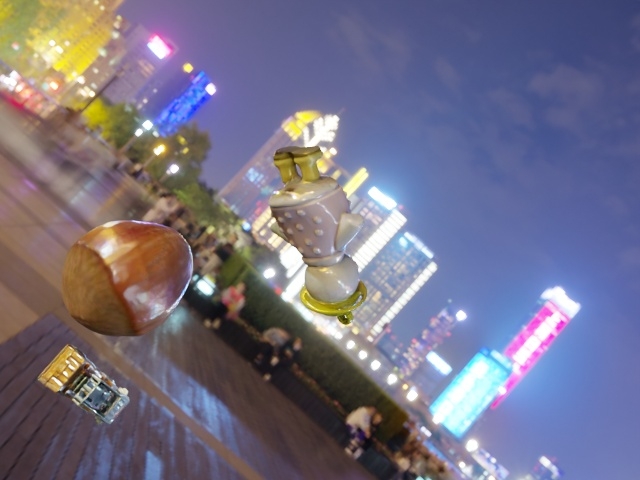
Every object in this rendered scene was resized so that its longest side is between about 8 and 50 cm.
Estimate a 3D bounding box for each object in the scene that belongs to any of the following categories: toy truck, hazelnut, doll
[{"bbox_3d":[-0.399,0.267,1.318,0.115,0.080,0.178,29,-20,27],"label":"toy truck"},{"bbox_3d":[-0.293,0.052,1.149,0.176,0.214,0.214,68,-14,-19],"label":"hazelnut"},{"bbox_3d":[0.000,0.000,0.803,0.129,0.081,0.207,0,-65,42],"label":"doll"}]
